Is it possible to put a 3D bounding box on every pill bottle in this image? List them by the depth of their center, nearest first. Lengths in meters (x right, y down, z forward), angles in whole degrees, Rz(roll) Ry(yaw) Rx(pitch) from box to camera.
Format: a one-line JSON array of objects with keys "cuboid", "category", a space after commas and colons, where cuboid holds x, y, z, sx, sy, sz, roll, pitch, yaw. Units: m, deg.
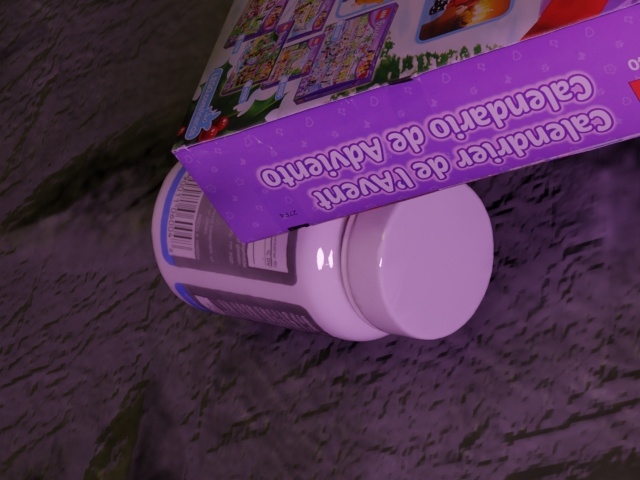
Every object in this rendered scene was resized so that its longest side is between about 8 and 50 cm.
[{"cuboid": [0.000, 0.000, 0.749, 0.137, 0.078, 0.078, 9, 69, 46], "category": "pill bottle"}]

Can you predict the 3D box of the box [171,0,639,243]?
[{"cuboid": [0.071, -0.138, 0.733, 0.201, 0.057, 0.293, -15, 38, 31], "category": "box"}]
